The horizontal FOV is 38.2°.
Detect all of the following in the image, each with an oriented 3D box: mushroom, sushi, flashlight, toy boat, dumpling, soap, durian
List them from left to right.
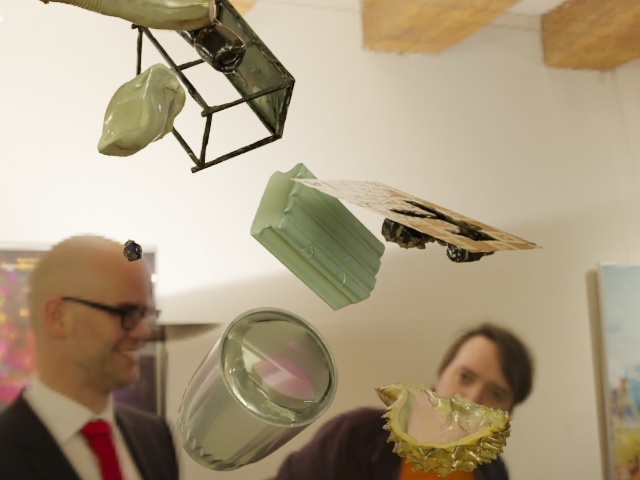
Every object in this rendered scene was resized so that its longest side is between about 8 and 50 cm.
[{"bbox_3d":[-0.378,-0.472,1.791,0.351,0.095,0.122,6,-5,-17],"label":"mushroom"},{"bbox_3d":[-0.336,0.015,1.647,0.038,0.038,0.083,-1,-12,-10],"label":"toy boat"},{"bbox_3d":[-0.352,-0.252,1.871,0.151,0.124,0.229,15,-56,-50],"label":"dumpling"},{"bbox_3d":[-0.312,-0.498,1.983,0.103,0.424,0.103,-33,-30,-22],"label":"flashlight"},{"bbox_3d":[0.000,0.000,1.300,0.066,0.119,0.198,-16,-47,40],"label":"soap"},{"bbox_3d":[0.116,-0.015,1.143,0.279,0.043,0.192,24,16,35],"label":"sushi"},{"bbox_3d":[0.140,0.244,1.182,0.140,0.078,0.224,-25,24,-24],"label":"durian"}]

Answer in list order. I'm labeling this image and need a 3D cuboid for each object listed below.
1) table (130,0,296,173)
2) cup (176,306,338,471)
[{"bbox_3d":[-0.281,-0.395,2.319,0.272,0.335,0.222,-25,-26,-29],"label":"table"},{"bbox_3d":[-0.148,0.324,1.911,0.253,0.253,0.371,3,-33,-30],"label":"cup"}]
